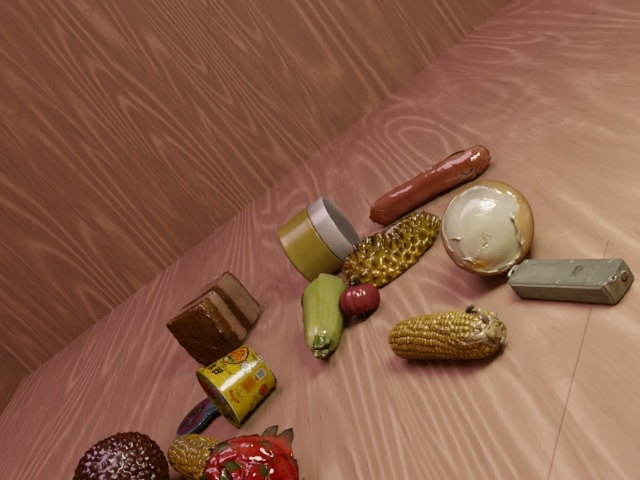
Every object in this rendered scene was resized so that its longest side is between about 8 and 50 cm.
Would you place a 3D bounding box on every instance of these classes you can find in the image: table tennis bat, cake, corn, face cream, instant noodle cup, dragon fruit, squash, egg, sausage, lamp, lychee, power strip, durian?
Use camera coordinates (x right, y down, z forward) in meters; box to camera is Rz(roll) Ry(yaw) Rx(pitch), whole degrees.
[{"bbox_3d":[0.450,-0.269,2.274,0.087,0.013,0.156,-44,16,-22],"label":"table tennis bat"},{"bbox_3d":[-0.336,0.243,2.308,0.196,0.199,0.293,-34,13,33],"label":"cake"},{"bbox_3d":[-0.280,0.514,1.643,0.115,0.115,0.317,-47,18,-25],"label":"corn"},{"bbox_3d":[0.239,0.193,1.396,0.293,0.106,0.106,-18,27,52],"label":"corn"},{"bbox_3d":[0.000,0.000,2.168,0.179,0.218,0.218,-36,17,14],"label":"face cream"},{"bbox_3d":[-0.209,0.363,1.785,0.144,0.182,0.182,-37,15,-24],"label":"instant noodle cup"},{"bbox_3d":[-0.127,0.459,1.335,0.192,0.193,0.274,-33,-10,14],"label":"dragon fruit"},{"bbox_3d":[0.000,0.227,1.801,0.137,0.137,0.288,-30,29,26],"label":"squash"},{"bbox_3d":[0.368,-0.034,1.535,0.201,0.201,0.244,-31,6,26],"label":"egg"},{"bbox_3d":[0.327,-0.166,2.127,0.418,0.094,0.094,-28,42,30],"label":"sausage"},{"bbox_3d":[0.101,0.151,1.790,0.107,0.093,0.107,-16,-10,-3],"label":"lamp"},{"bbox_3d":[-0.477,0.590,1.669,0.235,0.236,0.271,-35,37,13],"label":"lychee"},{"bbox_3d":[0.463,0.074,1.313,0.078,0.052,0.272,-46,17,-21],"label":"power strip"},{"bbox_3d":[0.180,0.026,1.916,0.341,0.112,0.191,-31,17,18],"label":"durian"},{"bbox_3d":[-0.314,0.478,1.930,0.244,0.040,0.153,-32,17,36],"label":"table tennis bat"}]
